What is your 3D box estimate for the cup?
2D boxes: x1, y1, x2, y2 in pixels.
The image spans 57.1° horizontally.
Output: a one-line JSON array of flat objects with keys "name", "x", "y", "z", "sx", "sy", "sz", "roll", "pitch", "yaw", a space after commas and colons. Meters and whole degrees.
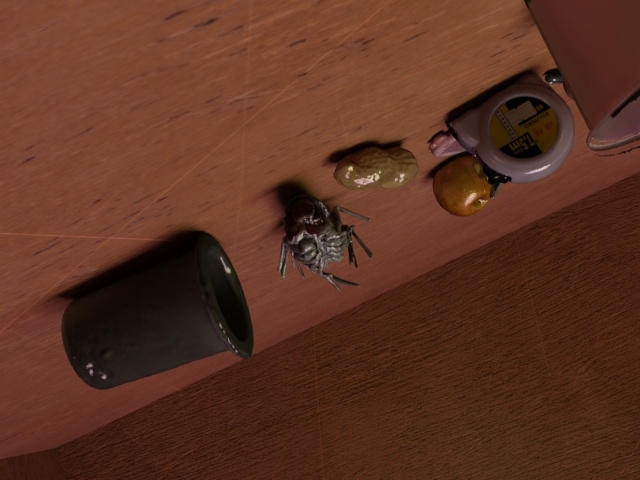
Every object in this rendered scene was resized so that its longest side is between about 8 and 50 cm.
[{"name": "cup", "x": 0.290, "y": -0.255, "z": 0.525, "sx": 0.253, "sy": 0.274, "sz": 0.253, "roll": -25, "pitch": 164, "yaw": -7}]

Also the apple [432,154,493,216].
[{"name": "apple", "x": 0.332, "y": -0.122, "z": 1.358, "sx": 0.146, "sy": 0.146, "sz": 0.146, "roll": -24, "pitch": 166, "yaw": -7}]

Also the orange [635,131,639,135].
[{"name": "orange", "x": 0.721, "y": -0.297, "z": 1.130, "sx": 0.274, "sy": 0.274, "sz": 0.274, "roll": -24, "pitch": 166, "yaw": -7}]

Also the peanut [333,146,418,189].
[{"name": "peanut", "x": 0.100, "y": -0.128, "z": 1.049, "sx": 0.187, "sy": 0.082, "sz": 0.082, "roll": -10, "pitch": 159, "yaw": -45}]

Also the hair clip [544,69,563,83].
[{"name": "hair clip", "x": 0.518, "y": -0.316, "z": 1.180, "sx": 0.083, "sy": 0.048, "sz": 0.275, "roll": -34, "pitch": 159, "yaw": 35}]

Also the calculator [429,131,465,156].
[{"name": "calculator", "x": 0.281, "y": -0.203, "z": 1.191, "sx": 0.166, "sy": 0.024, "sz": 0.103, "roll": -15, "pitch": 162, "yaw": -40}]

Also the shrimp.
[{"name": "shrimp", "x": -0.001, "y": -0.003, "z": 1.191, "sx": 0.221, "sy": 0.166, "sz": 0.410, "roll": -24, "pitch": 154, "yaw": 2}]

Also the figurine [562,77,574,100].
[{"name": "figurine", "x": 0.400, "y": -0.289, "z": 0.799, "sx": 0.173, "sy": 0.173, "sz": 0.173, "roll": -24, "pitch": 166, "yaw": -7}]

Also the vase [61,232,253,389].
[{"name": "vase", "x": -0.295, "y": 0.149, "z": 1.072, "sx": 0.291, "sy": 0.245, "sz": 0.245, "roll": -22, "pitch": 166, "yaw": 3}]

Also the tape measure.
[{"name": "tape measure", "x": 0.354, "y": -0.187, "z": 1.061, "sx": 0.196, "sy": 0.178, "sz": 0.105, "roll": -27, "pitch": 167, "yaw": 8}]
